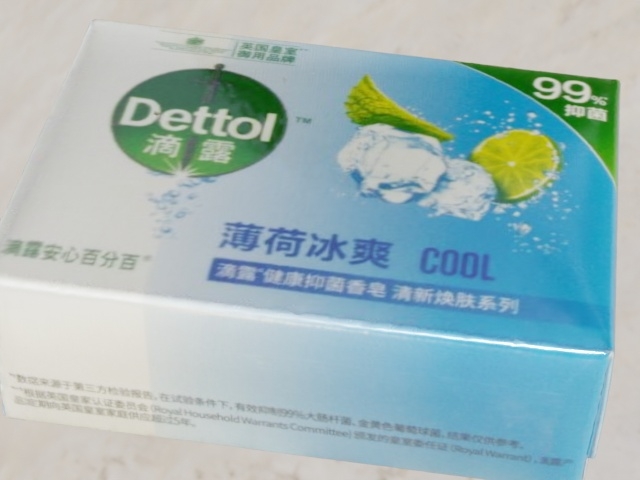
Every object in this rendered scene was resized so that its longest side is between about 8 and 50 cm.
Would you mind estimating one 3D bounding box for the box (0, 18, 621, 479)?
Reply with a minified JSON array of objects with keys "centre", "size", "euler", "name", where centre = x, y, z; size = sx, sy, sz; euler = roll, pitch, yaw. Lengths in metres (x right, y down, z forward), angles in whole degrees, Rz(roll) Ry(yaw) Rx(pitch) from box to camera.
[{"centre":[0.001,0.001,0.509],"size":[0.139,0.194,0.073],"euler":[-78,-8,-46],"name":"box"}]
